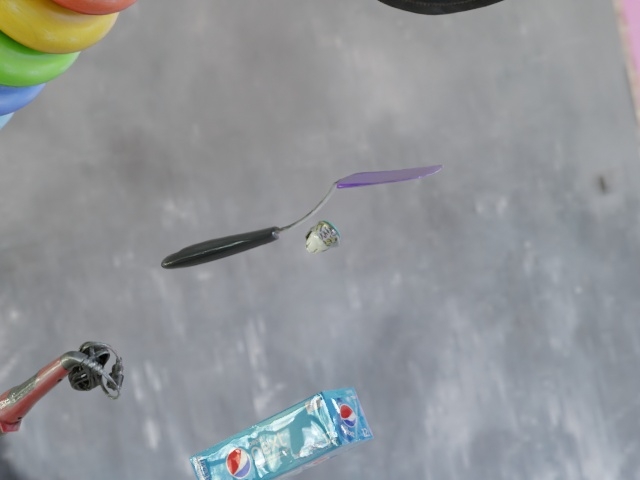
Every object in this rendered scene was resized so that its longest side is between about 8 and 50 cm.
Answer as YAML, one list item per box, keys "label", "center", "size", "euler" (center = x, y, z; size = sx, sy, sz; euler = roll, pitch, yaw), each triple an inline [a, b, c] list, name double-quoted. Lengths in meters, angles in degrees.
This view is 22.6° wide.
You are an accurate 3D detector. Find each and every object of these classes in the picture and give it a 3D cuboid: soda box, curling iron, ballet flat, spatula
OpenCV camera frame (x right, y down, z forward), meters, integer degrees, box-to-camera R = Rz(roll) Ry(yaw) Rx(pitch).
- label: "soda box"
  center: [-0.047, 0.240, 1.856]
  size: [0.210, 0.067, 0.071]
  euler: [-29, -14, 30]
- label: "curling iron"
  center: [-0.274, 0.163, 1.482]
  size: [0.068, 0.035, 0.274]
  euler: [35, -49, -27]
- label: "ballet flat"
  center: [0.000, 0.000, 1.995]
  size: [0.041, 0.041, 0.114]
  euler: [-12, -2, -6]
- label: "spatula"
  center: [-0.025, -0.024, 1.556]
  size: [0.296, 0.030, 0.084]
  euler: [-23, 4, 17]

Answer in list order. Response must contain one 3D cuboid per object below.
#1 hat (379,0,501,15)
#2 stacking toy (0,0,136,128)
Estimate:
- label: "hat"
  center: [0.134, -0.376, 1.485]
  size: [0.331, 0.331, 0.134]
  euler: [-12, 30, -8]
- label: "stacking toy"
  center: [-0.164, -0.139, 0.855]
  size: [0.330, 0.141, 0.141]
  euler: [-27, -10, 37]
